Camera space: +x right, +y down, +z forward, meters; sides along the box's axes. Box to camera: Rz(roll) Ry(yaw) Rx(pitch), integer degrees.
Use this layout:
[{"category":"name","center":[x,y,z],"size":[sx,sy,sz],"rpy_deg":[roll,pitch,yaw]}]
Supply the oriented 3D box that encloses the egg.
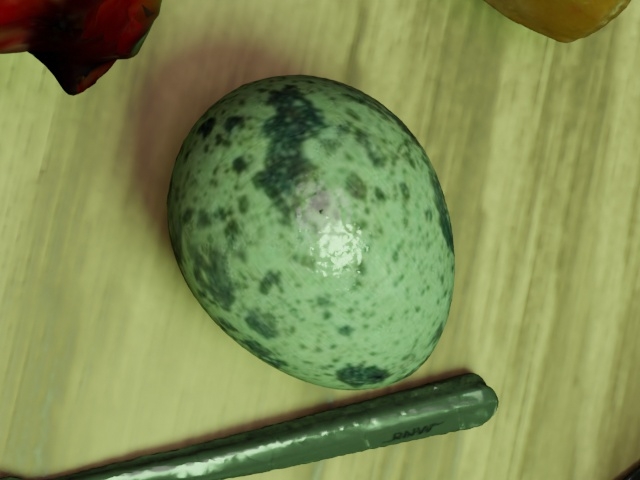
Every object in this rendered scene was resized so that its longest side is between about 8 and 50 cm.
[{"category":"egg","center":[0.000,0.000,0.781],"size":[0.132,0.132,0.172],"rpy_deg":[-40,114,-15]}]

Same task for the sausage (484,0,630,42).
[{"category":"sausage","center":[0.062,-0.212,0.822],"size":[0.274,0.105,0.105],"rpy_deg":[39,77,-14]}]

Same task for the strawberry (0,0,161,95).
[{"category":"strawberry","center":[-0.187,-0.230,0.646],"size":[0.310,0.292,0.291],"rpy_deg":[17,84,-25]}]

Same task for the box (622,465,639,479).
[{"category":"box","center":[0.345,0.233,0.859],"size":[0.251,0.204,0.345],"rpy_deg":[-36,100,-16]}]

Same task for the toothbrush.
[{"category":"toothbrush","center":[-0.040,0.111,0.821],"size":[0.297,0.030,0.030],"rpy_deg":[-11,119,-20]}]
